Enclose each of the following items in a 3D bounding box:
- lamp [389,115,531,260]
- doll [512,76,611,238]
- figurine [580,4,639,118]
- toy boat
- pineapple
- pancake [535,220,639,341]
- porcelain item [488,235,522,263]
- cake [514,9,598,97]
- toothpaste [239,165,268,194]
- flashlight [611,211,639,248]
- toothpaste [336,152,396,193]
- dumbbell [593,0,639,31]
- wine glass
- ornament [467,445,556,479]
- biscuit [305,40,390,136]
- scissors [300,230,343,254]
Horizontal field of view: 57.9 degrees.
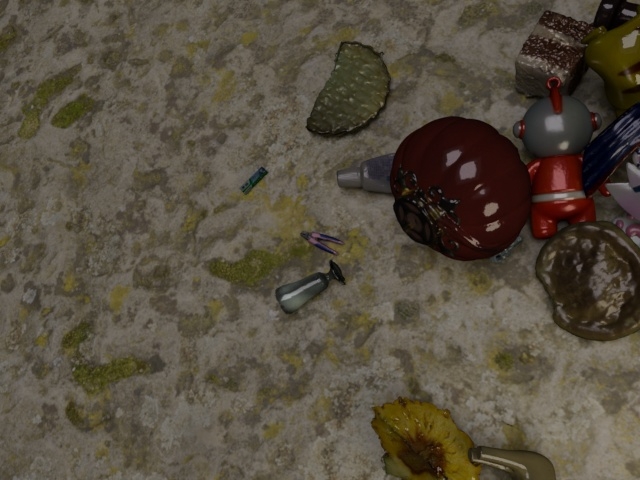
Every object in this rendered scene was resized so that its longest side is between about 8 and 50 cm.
[{"bbox_3d":[0.279,-0.102,1.176,0.257,0.303,0.303,-33,63,-21],"label":"lamp"},{"bbox_3d":[0.495,-0.174,1.209,0.199,0.105,0.337,-5,90,19],"label":"doll"},{"bbox_3d":[0.670,-0.306,1.146,0.218,0.169,0.327,-28,106,21],"label":"figurine"},{"bbox_3d":[0.625,-0.102,1.100,0.219,0.072,0.319,-20,93,26],"label":"toy boat"},{"bbox_3d":[0.210,0.421,1.156,0.249,0.164,0.139,39,50,21],"label":"pineapple"},{"bbox_3d":[0.535,0.079,1.133,0.222,0.042,0.237,-4,84,36],"label":"pancake"},{"bbox_3d":[0.396,0.018,1.243,0.083,0.036,0.028,-39,34,-2],"label":"porcelain item"},{"bbox_3d":[0.515,-0.399,1.278,0.135,0.134,0.147,33,80,27],"label":"cake"},{"bbox_3d":[-0.173,-0.156,1.501,0.083,0.017,0.020,-44,66,1],"label":"toothpaste"},{"bbox_3d":[0.620,0.036,1.152,0.093,0.047,0.201,10,76,22],"label":"flashlight"},{"bbox_3d":[0.178,-0.160,1.364,0.282,0.068,0.099,-5,102,8],"label":"toothpaste"},{"bbox_3d":[0.710,-0.467,1.236,0.225,0.124,0.141,25,82,24],"label":"dumbbell"},{"bbox_3d":[-0.023,0.109,1.339,0.155,0.072,0.072,-29,66,9],"label":"wine glass"},{"bbox_3d":[0.391,0.503,1.047,0.244,0.061,0.231,13,59,-12],"label":"ornament"},{"bbox_3d":[0.085,-0.375,1.470,0.187,0.036,0.274,22,81,24],"label":"biscuit"},{"bbox_3d":[0.000,0.000,1.395,0.113,0.012,0.039,23,82,24],"label":"scissors"}]
